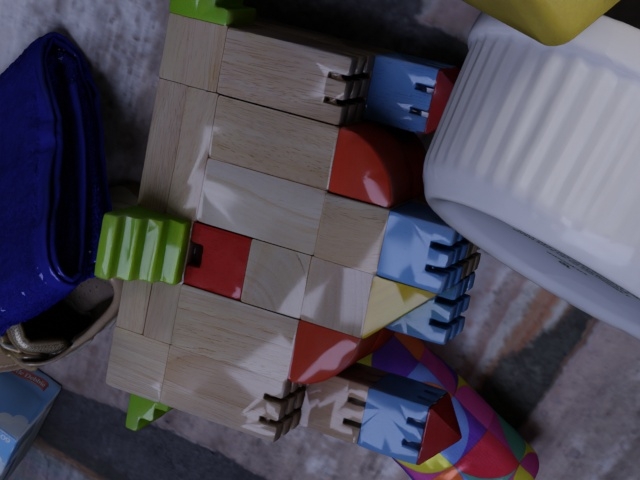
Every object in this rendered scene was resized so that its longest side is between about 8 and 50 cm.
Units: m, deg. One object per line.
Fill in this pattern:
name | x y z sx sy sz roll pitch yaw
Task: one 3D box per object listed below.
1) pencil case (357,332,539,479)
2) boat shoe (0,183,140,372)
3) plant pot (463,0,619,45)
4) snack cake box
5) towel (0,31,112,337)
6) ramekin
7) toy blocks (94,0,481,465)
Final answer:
pencil case | 0.078 0.137 1.254 0.236 0.104 0.104 48 135 -11
boat shoe | -0.263 0.056 1.385 0.121 0.110 0.341 46 135 -10
plant pot | 0.109 -0.234 0.814 0.212 0.212 0.187 41 167 50
snack cake box | -0.418 0.143 1.570 0.264 0.089 0.152 35 137 1
towel | -0.284 -0.015 1.298 0.076 0.227 0.308 14 151 -38
ramekin | 0.186 -0.027 0.927 0.273 0.127 0.273 31 177 2
toy blocks | 0.000 0.000 1.098 0.261 0.191 0.381 16 104 19
